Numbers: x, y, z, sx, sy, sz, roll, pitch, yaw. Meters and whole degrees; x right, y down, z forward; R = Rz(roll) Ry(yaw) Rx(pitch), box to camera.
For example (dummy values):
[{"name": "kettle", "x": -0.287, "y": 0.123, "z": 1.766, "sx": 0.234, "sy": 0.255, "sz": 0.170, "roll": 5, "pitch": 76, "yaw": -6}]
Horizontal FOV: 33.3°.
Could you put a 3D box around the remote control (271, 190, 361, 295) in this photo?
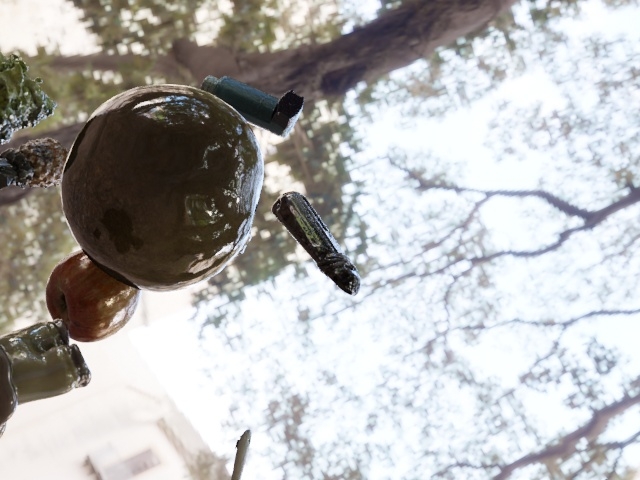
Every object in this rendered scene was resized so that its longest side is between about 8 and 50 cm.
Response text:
[{"name": "remote control", "x": 0.000, "y": 0.000, "z": 1.997, "sx": 0.066, "sy": 0.090, "sz": 0.266, "roll": -54, "pitch": -127, "yaw": 19}]

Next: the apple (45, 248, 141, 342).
[{"name": "apple", "x": -0.351, "y": 0.082, "z": 1.668, "sx": 0.146, "sy": 0.131, "sz": 0.146, "roll": 25, "pitch": -53, "yaw": 38}]

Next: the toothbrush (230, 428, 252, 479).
[{"name": "toothbrush", "x": -0.132, "y": 0.371, "z": 1.417, "sx": 0.026, "sy": 0.022, "sz": 0.263, "roll": 16, "pitch": -82, "yaw": 14}]

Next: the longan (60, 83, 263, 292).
[{"name": "longan", "x": -0.223, "y": -0.071, "z": 1.545, "sx": 0.319, "sy": 0.319, "sz": 0.319, "roll": 43, "pitch": -35, "yaw": 41}]

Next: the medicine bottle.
[{"name": "medicine bottle", "x": -0.160, "y": -0.321, "z": 2.496, "sx": 0.258, "sy": 0.079, "sz": 0.124, "roll": 24, "pitch": -27, "yaw": 14}]

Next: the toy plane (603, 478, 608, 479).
[{"name": "toy plane", "x": 0.466, "y": 0.526, "z": 1.762, "sx": 0.192, "sy": 0.088, "sz": 0.262, "roll": 6, "pitch": -99, "yaw": 62}]

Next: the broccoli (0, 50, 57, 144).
[{"name": "broccoli", "x": -0.576, "y": -0.278, "z": 1.807, "sx": 0.288, "sy": 0.248, "sz": 0.245, "roll": -140, "pitch": -132, "yaw": -71}]

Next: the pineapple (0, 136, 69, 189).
[{"name": "pineapple", "x": -0.635, "y": -0.147, "z": 2.228, "sx": 0.111, "sy": 0.237, "sz": 0.119, "roll": 51, "pitch": -51, "yaw": 12}]

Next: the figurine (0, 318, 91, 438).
[{"name": "figurine", "x": -0.468, "y": 0.176, "z": 1.282, "sx": 0.248, "sy": 0.381, "sz": 0.203, "roll": 57, "pitch": -44, "yaw": 27}]
